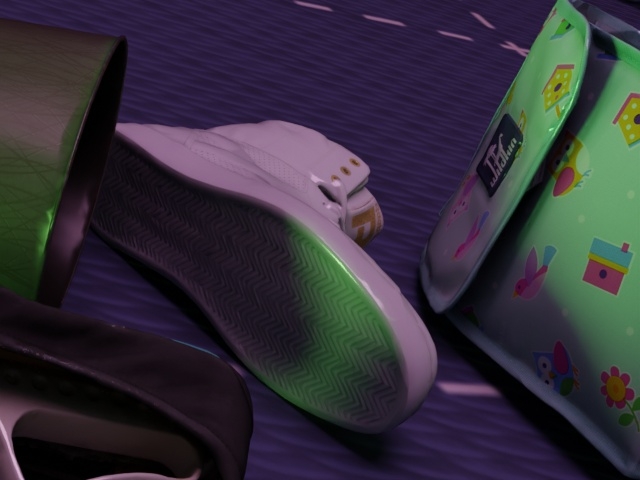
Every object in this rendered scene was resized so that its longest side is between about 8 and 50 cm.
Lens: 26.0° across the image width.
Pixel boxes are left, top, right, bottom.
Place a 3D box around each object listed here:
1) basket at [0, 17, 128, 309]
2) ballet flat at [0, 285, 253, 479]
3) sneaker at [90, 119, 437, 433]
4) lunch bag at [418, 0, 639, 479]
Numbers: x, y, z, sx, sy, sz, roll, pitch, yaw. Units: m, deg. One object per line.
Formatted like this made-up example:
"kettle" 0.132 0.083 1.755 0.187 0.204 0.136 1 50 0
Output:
"basket" -0.235 -0.056 0.735 0.227 0.154 0.204 15 34 -4
"ballet flat" -0.147 0.064 0.591 0.280 0.095 0.096 17 38 -27
"sneaker" 0.000 0.000 0.841 0.169 0.108 0.292 -10 37 -43
"lunch bag" 0.186 -0.013 0.868 0.160 0.223 0.262 7 26 -44
